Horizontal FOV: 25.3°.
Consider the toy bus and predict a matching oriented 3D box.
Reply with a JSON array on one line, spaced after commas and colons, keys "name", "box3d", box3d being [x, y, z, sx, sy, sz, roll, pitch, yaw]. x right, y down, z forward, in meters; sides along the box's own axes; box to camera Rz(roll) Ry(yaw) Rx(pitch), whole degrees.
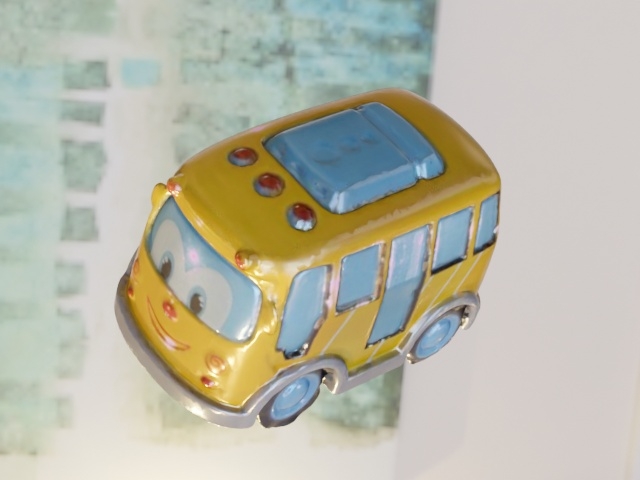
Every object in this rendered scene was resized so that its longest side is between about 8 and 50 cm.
[{"name": "toy bus", "box3d": [0.000, 0.000, 0.765, 0.209, 0.136, 0.126, -21, -125, -36]}]
